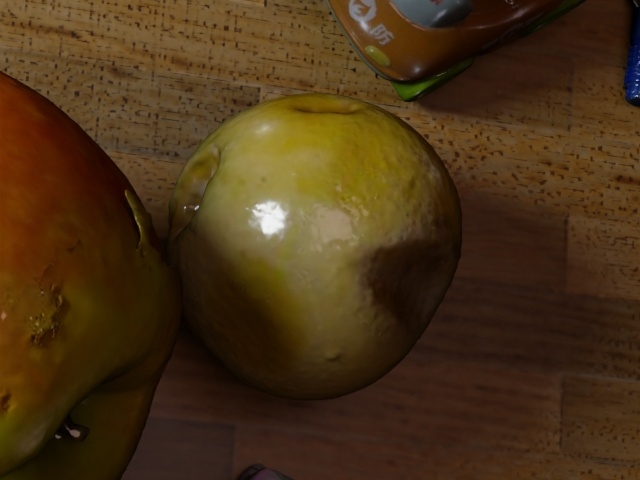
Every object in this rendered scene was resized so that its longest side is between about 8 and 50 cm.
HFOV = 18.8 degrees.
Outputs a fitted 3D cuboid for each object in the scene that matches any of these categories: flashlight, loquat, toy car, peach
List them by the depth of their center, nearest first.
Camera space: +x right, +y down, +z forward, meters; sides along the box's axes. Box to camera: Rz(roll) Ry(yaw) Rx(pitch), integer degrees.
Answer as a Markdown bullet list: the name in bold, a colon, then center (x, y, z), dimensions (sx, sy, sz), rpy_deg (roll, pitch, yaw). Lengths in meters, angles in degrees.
- **peach**: center (-0.277, 0.040, 1.150), dimensions (0.370, 0.370, 0.370), rpy_deg (4, 78, -17)
- **loquat**: center (0.000, 0.004, 1.311), dimensions (0.213, 0.213, 0.213), rpy_deg (4, 78, -17)
- **toy car**: center (0.119, -0.218, 1.382), dimensions (0.235, 0.235, 0.145), rpy_deg (-31, 89, -21)
- **flashlight**: center (0.257, -0.165, 1.510), dimensions (0.057, 0.035, 0.121), rpy_deg (14, 75, -15)

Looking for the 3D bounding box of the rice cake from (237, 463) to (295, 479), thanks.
- **rice cake**: center (-0.125, 0.284, 1.289), dimensions (0.365, 0.056, 0.073), rpy_deg (-44, 96, -20)
